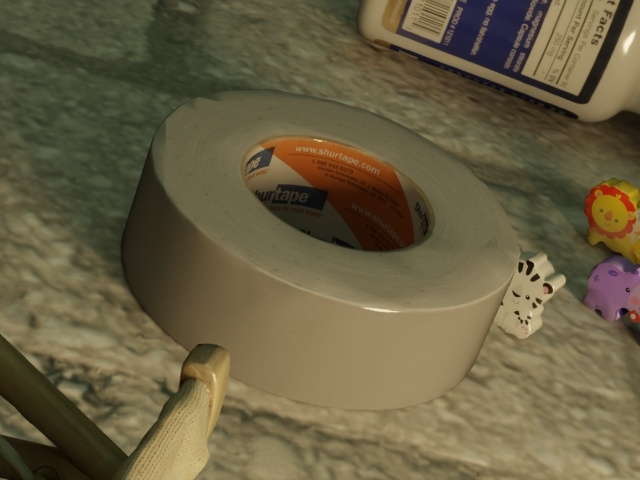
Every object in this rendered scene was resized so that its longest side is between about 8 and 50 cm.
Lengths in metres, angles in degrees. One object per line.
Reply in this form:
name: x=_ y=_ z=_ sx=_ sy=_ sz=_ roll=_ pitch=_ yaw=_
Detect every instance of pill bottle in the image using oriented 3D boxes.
pill bottle: x=0.172 y=-0.176 z=1.312 sx=0.265 sy=0.153 sz=0.153 roll=22 pitch=31 yaw=0

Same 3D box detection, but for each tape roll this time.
tape roll: x=0.000 y=0.000 z=1.015 sx=0.219 sy=0.072 sz=0.219 roll=15 pitch=32 yaw=-10

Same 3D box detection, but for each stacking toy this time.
stacking toy: x=0.224 y=0.051 z=1.086 sx=0.221 sy=0.052 sz=0.167 roll=34 pitch=34 yaw=21

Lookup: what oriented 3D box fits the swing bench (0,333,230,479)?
swing bench: x=-0.202 y=0.106 z=0.653 sx=0.255 sy=0.165 sz=0.253 roll=29 pitch=31 yaw=4
